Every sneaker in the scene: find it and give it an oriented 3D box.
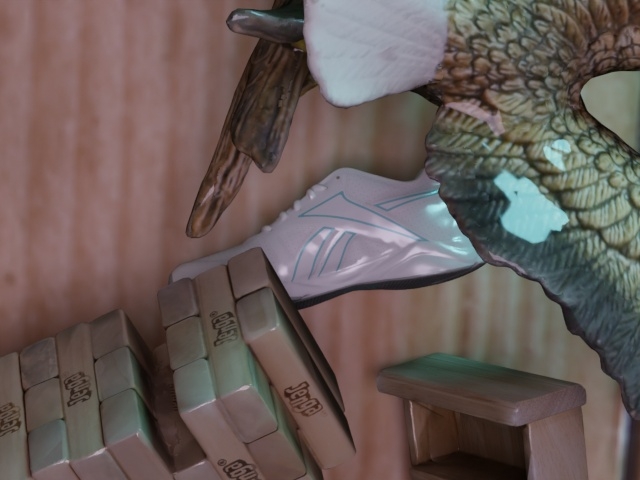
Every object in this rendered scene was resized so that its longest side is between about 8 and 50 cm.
[{"bbox_3d":[0.000,0.000,0.938,0.152,0.054,0.061,-11,84,-9],"label":"sneaker"}]

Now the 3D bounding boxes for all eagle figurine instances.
[{"bbox_3d":[0.118,-0.066,0.852,0.298,0.225,0.226,22,139,6],"label":"eagle figurine"}]

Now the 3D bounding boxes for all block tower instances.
[{"bbox_3d":[-0.156,0.122,0.869,0.335,0.091,0.097,-25,126,6],"label":"block tower"}]

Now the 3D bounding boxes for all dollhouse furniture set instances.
[{"bbox_3d":[0.001,0.162,0.881,0.242,0.212,0.161,-14,102,-32],"label":"dollhouse furniture set"}]
